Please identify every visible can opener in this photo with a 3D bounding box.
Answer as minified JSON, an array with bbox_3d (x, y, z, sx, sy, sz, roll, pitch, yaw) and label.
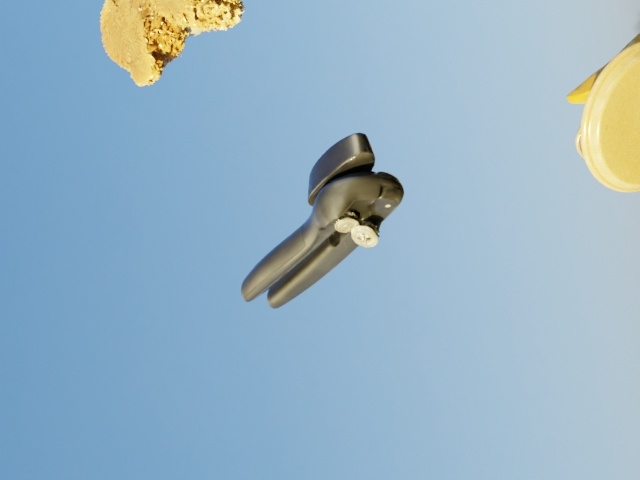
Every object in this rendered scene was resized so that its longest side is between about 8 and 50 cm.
[{"bbox_3d":[0.000,0.000,0.823,0.059,0.186,0.073,19,-134,-20],"label":"can opener"}]

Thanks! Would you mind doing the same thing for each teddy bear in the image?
[{"bbox_3d":[-0.158,-0.335,1.195,0.113,0.245,0.338,-22,-50,-37],"label":"teddy bear"}]

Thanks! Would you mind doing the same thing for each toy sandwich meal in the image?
[{"bbox_3d":[0.157,-0.065,0.534,0.029,0.085,0.085,38,155,57],"label":"toy sandwich meal"}]
